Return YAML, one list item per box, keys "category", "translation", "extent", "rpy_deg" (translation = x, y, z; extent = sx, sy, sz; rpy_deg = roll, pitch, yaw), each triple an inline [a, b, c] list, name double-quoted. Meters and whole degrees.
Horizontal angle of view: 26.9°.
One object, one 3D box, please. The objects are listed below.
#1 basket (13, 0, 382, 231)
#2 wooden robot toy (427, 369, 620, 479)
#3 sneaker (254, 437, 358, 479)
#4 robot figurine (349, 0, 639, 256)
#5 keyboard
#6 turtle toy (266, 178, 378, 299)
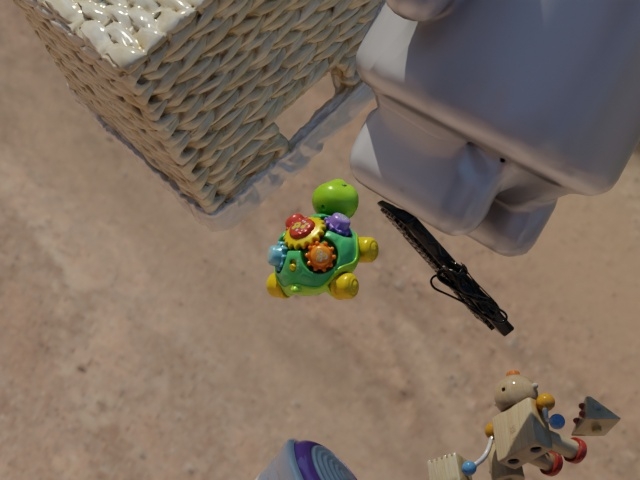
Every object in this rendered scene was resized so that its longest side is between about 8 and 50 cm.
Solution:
- category: "basket"
  translation: [-0.120, -0.253, 1.416]
  extent: [0.331, 0.328, 0.266]
  rpy_deg: [42, -10, 37]
- category: "wooden robot toy"
  translation: [0.162, 0.147, 1.083]
  extent: [0.076, 0.173, 0.079]
  rpy_deg: [23, 46, -37]
- category: "sneaker"
  translation: [-0.015, 0.288, 0.988]
  extent: [0.114, 0.152, 0.305]
  rpy_deg: [39, 17, -26]
- category: "robot figurine"
  translation: [0.156, -0.170, 0.906]
  extent: [0.200, 0.353, 0.300]
  rpy_deg: [33, 9, 36]
- category: "keyboard"
  translation: [0.127, 0.039, 1.392]
  extent: [0.192, 0.038, 0.100]
  rpy_deg: [46, -9, -27]
- category: "turtle toy"
  translation: [0.000, 0.000, 1.236]
  extent: [0.130, 0.095, 0.066]
  rpy_deg: [-60, 136, -38]
